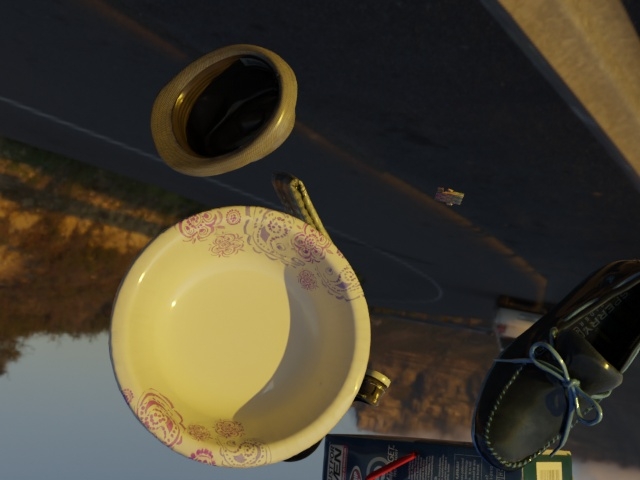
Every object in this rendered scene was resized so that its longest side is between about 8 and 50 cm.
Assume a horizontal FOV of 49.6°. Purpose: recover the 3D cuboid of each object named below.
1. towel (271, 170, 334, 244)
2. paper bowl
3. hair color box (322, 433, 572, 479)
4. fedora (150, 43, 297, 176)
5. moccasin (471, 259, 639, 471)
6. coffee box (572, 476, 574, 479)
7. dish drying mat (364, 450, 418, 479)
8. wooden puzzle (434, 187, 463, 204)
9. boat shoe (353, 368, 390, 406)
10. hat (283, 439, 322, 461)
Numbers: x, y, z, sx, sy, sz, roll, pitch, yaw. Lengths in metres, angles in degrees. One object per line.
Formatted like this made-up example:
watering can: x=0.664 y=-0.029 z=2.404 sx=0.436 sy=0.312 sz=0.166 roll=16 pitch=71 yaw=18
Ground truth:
towel: x=0.000 y=0.000 z=1.464 sx=0.056 sy=0.324 sz=0.312 roll=-28 pitch=-168 yaw=-6
paper bowl: x=-0.094 y=0.111 z=0.808 sx=0.284 sy=0.284 sz=0.148 roll=12 pitch=166 yaw=-9
hair color box: x=0.187 y=0.362 z=1.069 sx=0.347 sy=0.105 sz=0.174 roll=-9 pitch=160 yaw=40
fedora: x=-0.155 y=-0.220 z=1.252 sx=0.275 sy=0.243 sz=0.124 roll=-31 pitch=157 yaw=10
moccasin: x=0.317 y=0.141 z=0.875 sx=0.138 sy=0.342 sz=0.117 roll=40 pitch=166 yaw=-2
coffee box: x=0.410 y=0.726 z=1.323 sx=0.338 sy=0.338 sz=0.334 roll=-26 pitch=-168 yaw=22
dish drying mat: x=0.103 y=0.328 z=1.006 sx=0.083 sy=0.008 sz=0.032 roll=-31 pitch=170 yaw=15
wooden puzzle: x=0.239 y=-0.082 z=1.291 sx=0.049 sy=0.006 sz=0.083 roll=12 pitch=166 yaw=6
boat shoe: x=0.056 y=0.319 z=1.507 sx=0.081 sy=0.068 sz=0.228 roll=38 pitch=153 yaw=-23
hat: x=-0.127 y=0.309 z=1.468 sx=0.331 sy=0.331 sz=0.134 roll=6 pitch=180 yaw=43
